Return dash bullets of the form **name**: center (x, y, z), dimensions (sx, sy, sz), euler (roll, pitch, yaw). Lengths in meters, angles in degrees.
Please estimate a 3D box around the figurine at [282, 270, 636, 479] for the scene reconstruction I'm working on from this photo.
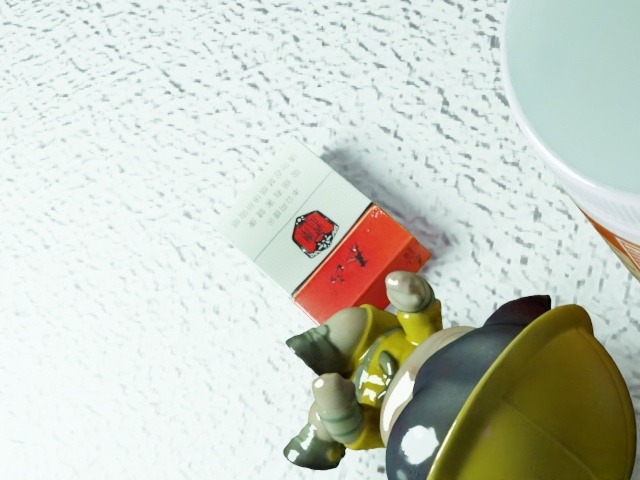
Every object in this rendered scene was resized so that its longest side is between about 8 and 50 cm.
- **figurine**: center (0.094, 0.114, 0.944), dimensions (0.257, 0.167, 0.192), euler (26, 95, 57)

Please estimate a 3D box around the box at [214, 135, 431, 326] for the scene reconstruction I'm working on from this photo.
- **box**: center (0.000, 0.000, 1.117), dimensions (0.100, 0.048, 0.152), euler (-50, 52, 3)

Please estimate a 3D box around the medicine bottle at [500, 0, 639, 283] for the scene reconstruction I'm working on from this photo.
- **medicine bottle**: center (0.267, -0.088, 0.885), dimensions (0.253, 0.241, 0.252), euler (-12, 63, 24)
